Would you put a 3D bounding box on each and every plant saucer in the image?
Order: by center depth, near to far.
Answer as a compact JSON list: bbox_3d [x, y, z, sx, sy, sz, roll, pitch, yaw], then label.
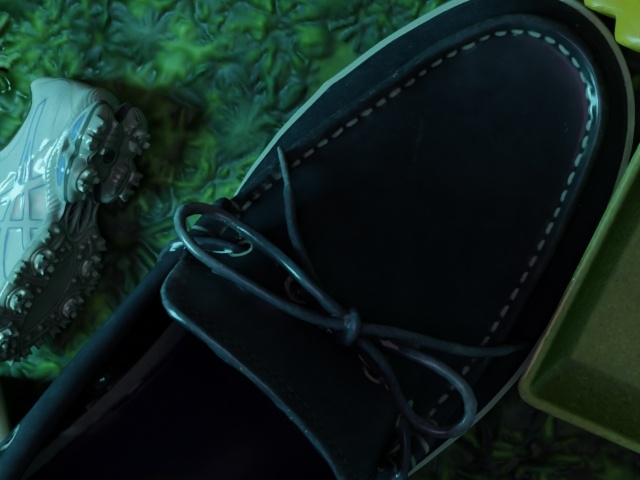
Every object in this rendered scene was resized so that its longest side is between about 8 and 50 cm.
[{"bbox_3d":[0.221,0.031,0.877,0.188,0.045,0.188,24,100,-7],"label":"plant saucer"}]

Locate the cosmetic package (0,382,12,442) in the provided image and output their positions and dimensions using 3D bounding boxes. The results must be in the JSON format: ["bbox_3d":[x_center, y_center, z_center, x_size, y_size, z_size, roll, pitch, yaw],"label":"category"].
[{"bbox_3d":[-0.208,0.231,0.946,0.129,0.153,0.296,-13,89,-13],"label":"cosmetic package"}]

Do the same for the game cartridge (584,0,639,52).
[{"bbox_3d":[0.286,-0.222,0.793,0.285,0.053,0.323,20,94,41],"label":"game cartridge"}]

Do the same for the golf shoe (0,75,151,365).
[{"bbox_3d":[-0.168,-0.014,0.997,0.086,0.069,0.176,31,98,31],"label":"golf shoe"}]

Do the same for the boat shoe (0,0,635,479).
[{"bbox_3d":[-0.012,0.061,0.844,0.187,0.156,0.500,45,79,0],"label":"boat shoe"}]
